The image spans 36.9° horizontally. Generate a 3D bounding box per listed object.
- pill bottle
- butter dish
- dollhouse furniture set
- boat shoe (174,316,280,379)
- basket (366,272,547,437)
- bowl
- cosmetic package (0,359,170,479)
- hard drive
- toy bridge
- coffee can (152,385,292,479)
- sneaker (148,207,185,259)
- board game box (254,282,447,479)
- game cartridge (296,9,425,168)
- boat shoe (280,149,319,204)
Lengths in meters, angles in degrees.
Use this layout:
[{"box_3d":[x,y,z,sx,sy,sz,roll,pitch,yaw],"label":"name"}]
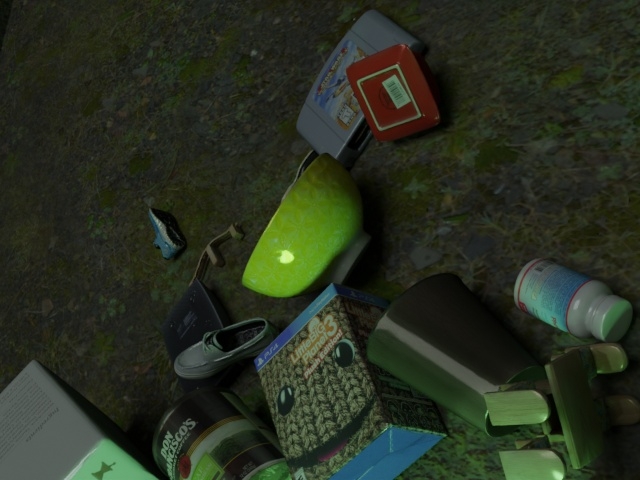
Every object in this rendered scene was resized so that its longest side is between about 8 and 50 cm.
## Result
[{"box_3d":[0.363,0.089,1.378,0.160,0.087,0.087,27,96,50],"label":"pill bottle"},{"box_3d":[0.153,-0.280,1.747,0.159,0.118,0.160,-14,107,45],"label":"butter dish"},{"box_3d":[0.360,0.263,1.226,0.161,0.212,0.242,-15,90,46],"label":"dollhouse furniture set"},{"box_3d":[-0.194,0.204,1.890,0.227,0.081,0.079,-20,52,8],"label":"boat shoe"},{"box_3d":[0.219,0.179,1.453,0.204,0.154,0.227,-32,46,-21],"label":"basket"},{"box_3d":[0.000,0.000,1.743,0.156,0.289,0.290,32,103,6],"label":"bowl"},{"box_3d":[-0.522,0.514,1.940,0.327,0.329,0.393,-48,38,-13],"label":"cosmetic package"},{"box_3d":[-0.250,0.221,2.036,0.172,0.054,0.255,-52,44,21],"label":"hard drive"},{"box_3d":[-0.233,0.033,2.115,0.188,0.026,0.063,-53,42,19],"label":"toy bridge"},{"box_3d":[-0.156,0.416,1.740,0.275,0.201,0.202,32,99,49],"label":"coffee can"},{"box_3d":[-0.380,-0.016,2.273,0.073,0.063,0.162,-55,42,22],"label":"sneaker"},{"box_3d":[0.042,0.263,1.624,0.232,0.141,0.291,-46,46,26],"label":"board game box"},{"box_3d":[0.068,-0.301,1.893,0.297,0.062,0.198,-57,46,15],"label":"game cartridge"},{"box_3d":[-0.032,-0.120,1.942,0.042,0.049,0.133,26,85,17],"label":"boat shoe"}]
